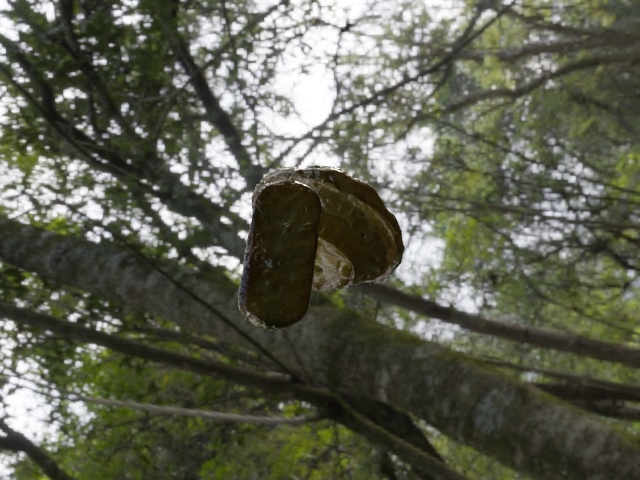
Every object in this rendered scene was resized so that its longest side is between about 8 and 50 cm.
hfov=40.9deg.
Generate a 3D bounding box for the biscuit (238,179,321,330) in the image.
[{"bbox_3d":[-0.064,0.021,1.361,0.029,0.118,0.247,68,-151,-71],"label":"biscuit"}]

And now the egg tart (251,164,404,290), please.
[{"bbox_3d":[0.002,-0.002,1.664,0.129,0.341,0.341,-65,-36,-36],"label":"egg tart"}]
